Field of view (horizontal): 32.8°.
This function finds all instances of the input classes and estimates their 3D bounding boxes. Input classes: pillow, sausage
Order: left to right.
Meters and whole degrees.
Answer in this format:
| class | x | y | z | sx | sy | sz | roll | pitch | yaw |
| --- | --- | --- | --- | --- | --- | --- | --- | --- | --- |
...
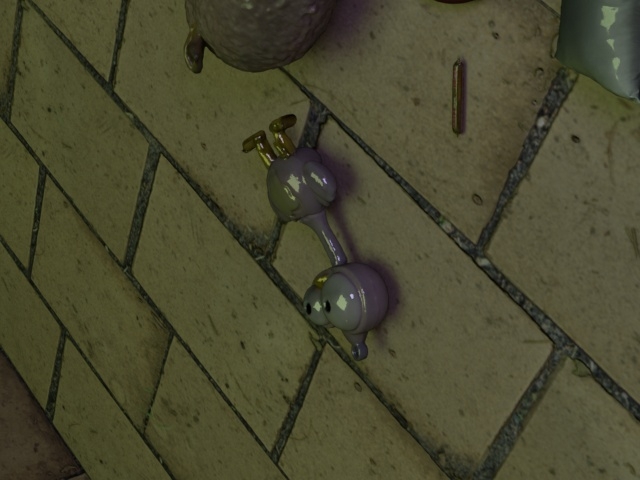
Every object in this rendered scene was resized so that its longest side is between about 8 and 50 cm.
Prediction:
| class | x | y | z | sx | sy | sz | roll | pitch | yaw |
| --- | --- | --- | --- | --- | --- | --- | --- | --- | --- |
| sausage | 0.170 | -0.176 | 1.348 | 0.015 | 0.015 | 0.100 | 22 | 122 | 45 |
| pillow | 0.292 | -0.276 | 1.083 | 0.144 | 0.078 | 0.254 | -119 | 26 | -58 |

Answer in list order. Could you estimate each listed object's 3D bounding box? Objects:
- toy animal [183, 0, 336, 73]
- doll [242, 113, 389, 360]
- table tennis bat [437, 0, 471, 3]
| class | x | y | z | sx | sy | sz | roll | pitch | yaw |
| --- | --- | --- | --- | --- | --- | --- | --- | --- | --- |
| toy animal | -0.075 | -0.336 | 1.434 | 0.358 | 0.188 | 0.227 | 14 | 109 | 61 |
| doll | 0.001 | 0.000 | 1.572 | 0.160 | 0.094 | 0.365 | -22 | 87 | 56 |
| table tennis bat | 0.176 | -0.397 | 1.227 | 0.310 | 0.038 | 0.200 | -42 | 72 | 51 |
